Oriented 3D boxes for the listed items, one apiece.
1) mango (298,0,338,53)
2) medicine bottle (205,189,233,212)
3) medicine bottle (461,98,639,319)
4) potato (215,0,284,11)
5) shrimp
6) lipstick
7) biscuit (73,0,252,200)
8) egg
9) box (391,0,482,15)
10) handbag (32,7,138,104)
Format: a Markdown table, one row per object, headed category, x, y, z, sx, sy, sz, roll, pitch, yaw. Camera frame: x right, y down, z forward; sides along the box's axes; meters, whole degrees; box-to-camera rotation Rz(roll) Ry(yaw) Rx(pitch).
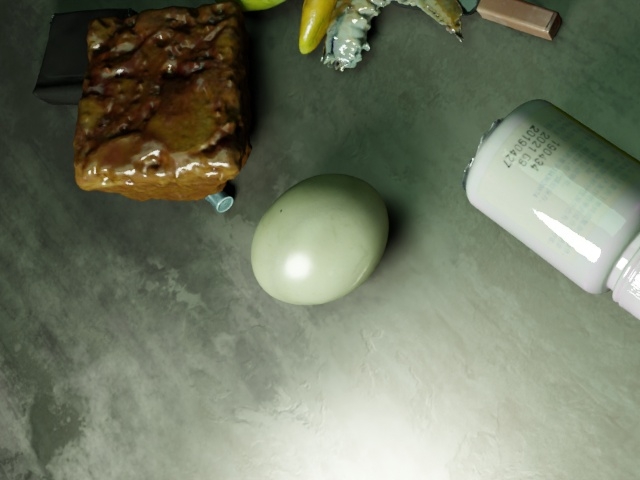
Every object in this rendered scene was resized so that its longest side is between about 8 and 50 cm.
| category | x | y | z | sx | sy | sz | roll | pitch | yaw |
| --- | --- | --- | --- | --- | --- | --- | --- | --- | --- |
| mango | 0.001 | -0.455 | 1.785 | 0.066 | 0.101 | 0.188 | 25 | 102 | 12 |
| medicine bottle | -0.258 | -0.138 | 1.869 | 0.090 | 0.053 | 0.208 | -47 | 64 | 4 |
| medicine bottle | 0.428 | -0.046 | 1.437 | 0.378 | 0.213 | 0.213 | 42 | 99 | 26 |
| potato | -0.123 | -0.561 | 1.827 | 0.253 | 0.148 | 0.186 | -28 | 100 | 28 |
| shrimp | 0.132 | -0.434 | 1.718 | 0.287 | 0.068 | 0.185 | -6 | 88 | 24 |
| lipstick | 0.358 | -0.406 | 1.636 | 0.145 | 0.045 | 0.045 | 28 | 94 | 28 |
| biscuit | -0.305 | -0.274 | 1.814 | 0.342 | 0.166 | 0.395 | -3 | 67 | 8 |
| egg | 0.000 | 0.000 | 1.632 | 0.269 | 0.219 | 0.219 | -39 | 66 | 18 |
| box | 0.228 | -0.525 | 1.722 | 0.212 | 0.042 | 0.201 | 15 | 87 | 28 |
| handbag | -0.520 | -0.410 | 2.041 | 0.246 | 0.080 | 0.223 | 4 | 75 | 27 |
